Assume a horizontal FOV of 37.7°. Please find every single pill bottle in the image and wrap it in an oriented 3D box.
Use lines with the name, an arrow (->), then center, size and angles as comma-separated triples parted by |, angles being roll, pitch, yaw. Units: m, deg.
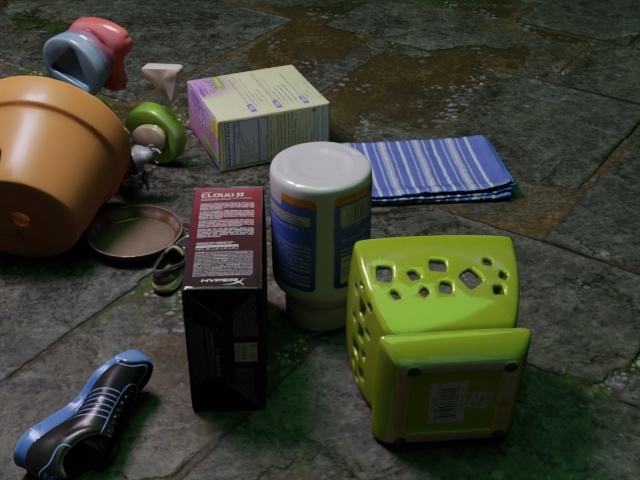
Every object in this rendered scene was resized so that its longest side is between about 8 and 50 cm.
pill bottle -> 0.000, 0.000, 1.435 | 0.152, 0.272, 0.152 | 1, 34, 0

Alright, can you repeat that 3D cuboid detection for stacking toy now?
stacking toy -> -0.414, -0.256, 1.826 | 0.280, 0.309, 0.130 | 23, 46, 14

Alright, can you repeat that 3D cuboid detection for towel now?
towel -> 0.199, -0.149, 1.875 | 0.336, 0.040, 0.243 | -3, 33, -5

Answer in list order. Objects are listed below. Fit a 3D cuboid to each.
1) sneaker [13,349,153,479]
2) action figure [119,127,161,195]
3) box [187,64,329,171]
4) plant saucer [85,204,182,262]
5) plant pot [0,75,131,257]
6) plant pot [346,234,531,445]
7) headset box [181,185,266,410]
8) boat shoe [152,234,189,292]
sneaker -> -0.292, 0.240, 1.249 | 0.090, 0.081, 0.232 | 24, 47, 26
action figure -> -0.433, -0.164, 1.773 | 0.285, 0.185, 0.099 | 0, 36, 17
box -> -0.132, -0.261, 1.969 | 0.243, 0.117, 0.213 | -12, 36, -20
plant saucer -> -0.329, -0.008, 1.663 | 0.169, 0.029, 0.168 | 0, 33, 0
plant pot -> -0.490, -0.108, 1.613 | 0.291, 0.290, 0.203 | 3, 50, 3
plant pot -> 0.159, 0.144, 1.275 | 0.227, 0.228, 0.207 | -2, 41, -5
headset box -> -0.133, 0.070, 1.376 | 0.110, 0.218, 0.293 | -1, 34, -2
boat shoe -> -0.241, 0.030, 1.586 | 0.056, 0.049, 0.152 | 6, 34, 9
